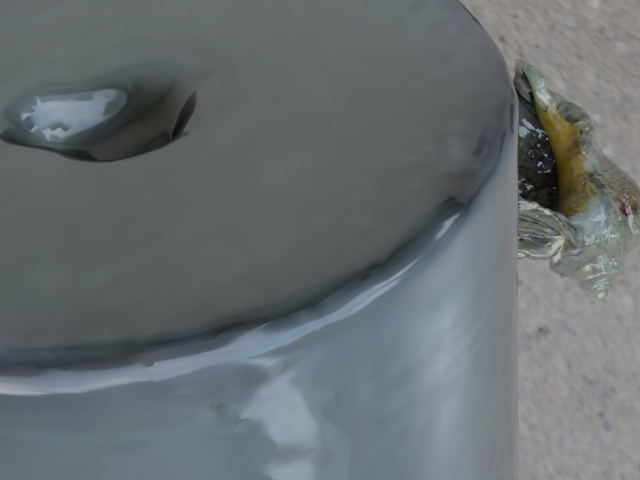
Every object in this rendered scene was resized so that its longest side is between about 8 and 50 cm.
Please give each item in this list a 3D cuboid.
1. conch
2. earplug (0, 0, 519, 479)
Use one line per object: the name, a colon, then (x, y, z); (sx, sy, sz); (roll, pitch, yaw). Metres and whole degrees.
conch: (0.204, -0.059, 1.504); (0.163, 0.178, 0.245); (-19, 72, 15)
earplug: (-0.060, 0.101, 0.767); (0.312, 0.313, 0.394); (-8, 126, -2)
